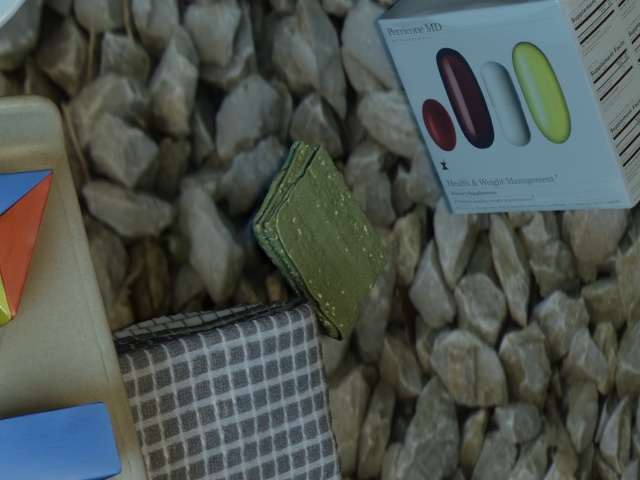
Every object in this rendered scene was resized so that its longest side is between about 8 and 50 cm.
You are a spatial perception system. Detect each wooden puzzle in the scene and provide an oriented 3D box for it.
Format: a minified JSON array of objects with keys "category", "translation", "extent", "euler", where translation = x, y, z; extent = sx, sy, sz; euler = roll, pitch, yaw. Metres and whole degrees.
[{"category":"wooden puzzle","translation":[-0.255,0.085,1.197],"extent":[0.322,0.080,0.348],"euler":[-8,82,-36]}]

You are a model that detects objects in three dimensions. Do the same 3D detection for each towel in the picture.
[{"category":"towel","translation":[0.000,0.000,1.641],"extent":[0.148,0.027,0.110],"euler":[55,50,-32]},{"category":"towel","translation":[-0.098,0.176,1.448],"extent":[0.283,0.121,0.235],"euler":[-16,100,-49]}]

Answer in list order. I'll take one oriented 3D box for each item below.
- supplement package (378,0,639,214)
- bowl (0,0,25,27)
[{"category":"supplement package","translation":[0.194,-0.147,1.744],"extent":[0.149,0.194,0.203],"euler":[-45,121,-41]},{"category":"bowl","translation":[-0.252,-0.199,1.168],"extent":[0.298,0.134,0.298],"euler":[-31,141,-30]}]
